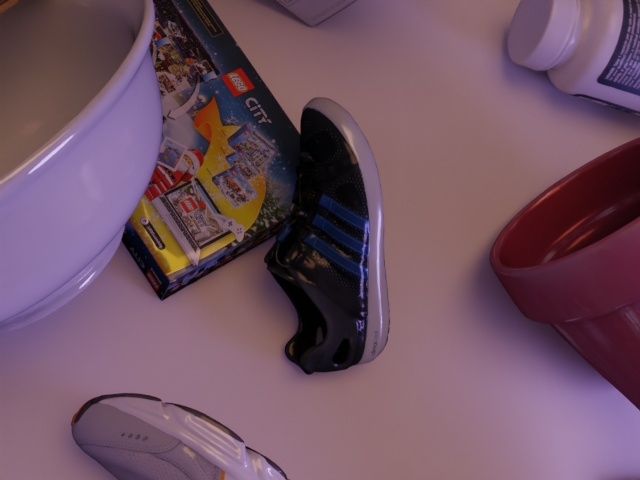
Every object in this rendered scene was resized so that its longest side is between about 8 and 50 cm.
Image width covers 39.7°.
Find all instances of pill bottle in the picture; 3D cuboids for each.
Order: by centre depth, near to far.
[{"bbox_3d":[0.278,-0.184,0.846,0.180,0.108,0.108,13,64,-16],"label":"pill bottle"}]

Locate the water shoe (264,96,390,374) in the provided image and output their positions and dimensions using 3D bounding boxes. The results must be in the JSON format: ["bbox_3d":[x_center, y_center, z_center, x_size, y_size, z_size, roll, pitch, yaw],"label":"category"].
[{"bbox_3d":[0.000,0.000,0.644,0.080,0.073,0.203,-14,100,-25],"label":"water shoe"}]

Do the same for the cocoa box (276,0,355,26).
[{"bbox_3d":[0.013,-0.410,0.738,0.228,0.231,0.347,30,60,-30],"label":"cocoa box"}]

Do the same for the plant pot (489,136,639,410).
[{"bbox_3d":[0.267,0.035,0.714,0.201,0.201,0.180,-42,103,-30],"label":"plant pot"}]

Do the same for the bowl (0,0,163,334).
[{"bbox_3d":[-0.214,-0.036,0.545,0.297,0.134,0.298,-13,41,11],"label":"bowl"}]

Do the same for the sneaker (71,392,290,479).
[{"bbox_3d":[-0.060,0.201,0.562,0.262,0.099,0.121,35,65,-3],"label":"sneaker"}]

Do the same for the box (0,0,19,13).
[{"bbox_3d":[-0.261,-0.184,0.612,0.201,0.021,0.164,15,52,36],"label":"box"}]

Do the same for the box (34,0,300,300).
[{"bbox_3d":[-0.117,-0.091,0.690,0.159,0.044,0.233,-30,81,-29],"label":"box"}]
